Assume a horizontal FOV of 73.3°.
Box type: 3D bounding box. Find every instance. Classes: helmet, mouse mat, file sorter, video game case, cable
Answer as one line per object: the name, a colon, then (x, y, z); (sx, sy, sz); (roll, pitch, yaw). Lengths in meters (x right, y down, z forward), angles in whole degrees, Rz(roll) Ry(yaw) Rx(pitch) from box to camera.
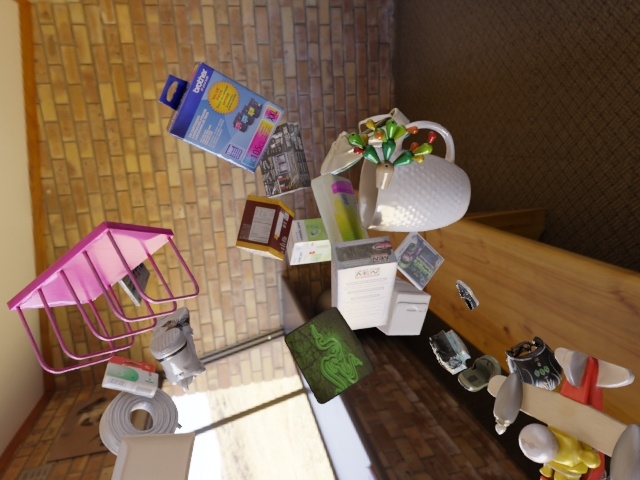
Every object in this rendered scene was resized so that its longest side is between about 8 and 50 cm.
helmet: (0.699, 0.415, 1.403); (0.161, 0.169, 0.169); (62, 170, -8)
mouse mat: (0.018, 0.260, 0.997); (0.189, 0.153, 0.007); (55, 171, 31)
file sorter: (-0.441, 0.123, 0.910); (0.182, 0.291, 0.202); (57, -167, 12)
video game case: (0.400, 0.078, 1.784); (0.190, 0.173, 0.022); (44, 163, -9)
cable: (-0.640, 0.646, 1.538); (0.257, 0.257, 0.089); (46, 122, 10)
video game case: (-0.671, 0.132, 1.556); (0.157, 0.019, 0.143); (-93, -7, -46)

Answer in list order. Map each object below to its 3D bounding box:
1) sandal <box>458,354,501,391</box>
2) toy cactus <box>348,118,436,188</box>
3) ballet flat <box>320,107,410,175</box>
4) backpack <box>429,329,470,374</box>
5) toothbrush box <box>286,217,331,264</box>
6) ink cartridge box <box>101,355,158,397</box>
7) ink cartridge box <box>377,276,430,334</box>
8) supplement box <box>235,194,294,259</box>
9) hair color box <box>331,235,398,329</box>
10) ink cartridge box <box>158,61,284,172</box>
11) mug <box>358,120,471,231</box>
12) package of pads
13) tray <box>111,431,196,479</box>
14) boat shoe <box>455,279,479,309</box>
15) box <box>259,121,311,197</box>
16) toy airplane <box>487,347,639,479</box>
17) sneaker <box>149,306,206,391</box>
sandal: (0.704, 0.562, 1.856); (0.120, 0.303, 0.086); (35, 117, 33)
toy cactus: (0.180, -0.220, 1.118); (0.112, 0.219, 0.180); (-104, 18, -60)
ballet flat: (0.153, -0.394, 1.686); (0.139, 0.400, 0.139); (55, -161, -30)
backpack: (0.607, 0.521, 2.000); (0.188, 0.144, 0.166); (61, -177, -36)
toothbrush box: (0.000, 0.000, 1.947); (0.206, 0.283, 0.122); (109, 153, -58)
ink cartridge box: (-0.699, 0.484, 1.604); (0.056, 0.181, 0.225); (-64, 23, 8)
ink cartridge box: (0.324, 0.286, 1.974); (0.270, 0.198, 0.197); (30, 109, 57)
supplement box: (-0.202, -0.044, 1.606); (0.191, 0.129, 0.194); (42, -121, -74)
hair color box: (0.135, 0.155, 1.431); (0.374, 0.185, 0.113); (88, 173, -50)
ink cartridge box: (-0.370, -0.451, 1.543); (0.270, 0.395, 0.151); (-63, 29, 9)
mug: (0.325, -0.209, 1.446); (0.276, 0.328, 0.374); (-110, 25, -69)
package of pads: (0.081, -0.087, 1.575); (0.229, 0.101, 0.296); (-5, -103, -71)
tray: (-0.449, 0.603, 1.165); (0.030, 0.270, 0.145); (48, -144, -50)
boat shoe: (0.576, 0.217, 1.699); (0.142, 0.040, 0.049); (49, 161, -16)
box: (-0.183, -0.375, 2.027); (0.242, 0.076, 0.307); (-11, 94, 40)
toy airplane: (0.613, 0.459, 1.069); (0.386, 0.272, 0.384); (114, 145, -46)
sneaker: (-0.524, 0.396, 1.591); (0.366, 0.137, 0.210); (-135, 25, -71)
